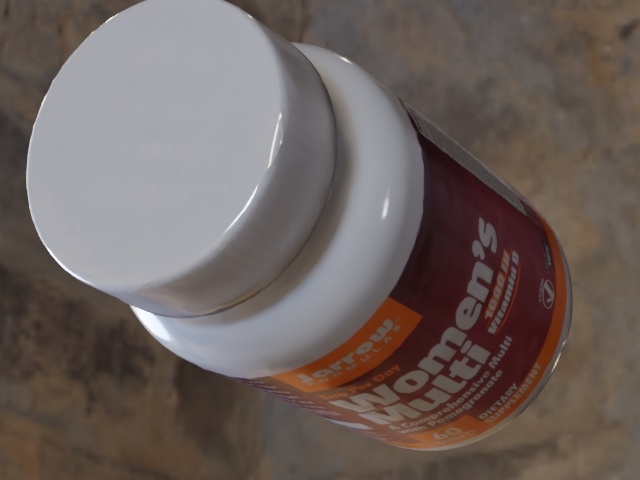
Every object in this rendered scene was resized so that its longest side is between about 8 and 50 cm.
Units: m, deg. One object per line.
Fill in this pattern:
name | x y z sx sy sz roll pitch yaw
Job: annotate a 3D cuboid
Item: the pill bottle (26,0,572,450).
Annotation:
pill bottle | 0.000 0.000 0.603 0.121 0.121 0.221 -8 159 28
